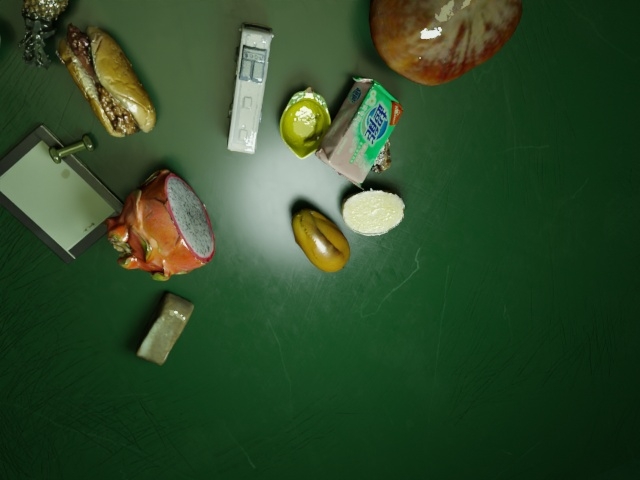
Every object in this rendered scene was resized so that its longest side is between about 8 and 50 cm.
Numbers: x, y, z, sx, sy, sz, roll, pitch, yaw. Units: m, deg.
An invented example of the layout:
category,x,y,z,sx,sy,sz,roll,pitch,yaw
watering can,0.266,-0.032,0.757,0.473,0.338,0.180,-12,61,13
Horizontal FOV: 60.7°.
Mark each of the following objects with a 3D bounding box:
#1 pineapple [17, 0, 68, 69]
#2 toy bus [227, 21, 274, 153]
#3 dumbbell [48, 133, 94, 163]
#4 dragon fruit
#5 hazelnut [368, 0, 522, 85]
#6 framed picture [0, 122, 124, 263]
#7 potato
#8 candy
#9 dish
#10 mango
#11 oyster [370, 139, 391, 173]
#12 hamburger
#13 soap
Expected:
category,x,y,z,sx,sy,sz,roll,pitch,yaw
pineapple,-0.712,-0.565,1.395,0.125,0.125,0.252,14,107,-14
toy bus,-0.201,-0.420,1.517,0.097,0.138,0.343,8,111,-9
dumbbell,-0.698,-0.257,1.535,0.117,0.046,0.052,-25,102,-13
dragon fruit,-0.461,-0.027,1.552,0.225,0.305,0.306,-24,112,8
hazelnut,0.333,-0.602,1.443,0.409,0.359,0.359,-29,112,12
framed picture,-0.774,-0.127,1.600,0.265,0.016,0.347,-39,111,6
potato,0.162,-0.105,1.726,0.200,0.081,0.164,-4,119,-5
candy,-0.501,0.284,1.751,0.104,0.102,0.234,28,106,-18
dish,-0.048,-0.347,1.600,0.148,0.080,0.208,6,111,-12
mango,0.000,0.000,1.694,0.136,0.166,0.236,-41,112,2
oyster,0.181,-0.274,1.690,0.085,0.029,0.132,-19,112,-2
hamburger,-0.559,-0.403,1.455,0.155,0.245,0.282,-29,156,-2
soap,0.115,-0.313,1.594,0.217,0.098,0.274,27,95,-46
